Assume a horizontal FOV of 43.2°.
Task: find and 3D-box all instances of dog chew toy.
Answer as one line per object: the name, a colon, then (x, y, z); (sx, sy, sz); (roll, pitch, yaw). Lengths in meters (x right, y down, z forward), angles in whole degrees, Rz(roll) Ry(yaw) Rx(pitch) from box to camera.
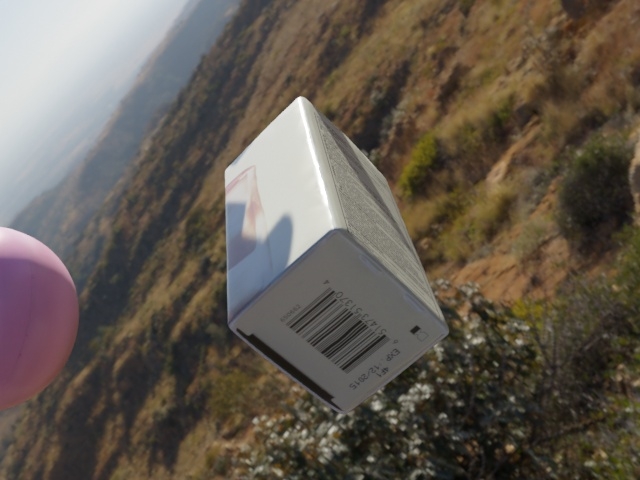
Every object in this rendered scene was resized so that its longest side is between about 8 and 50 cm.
dog chew toy: (-0.426, 0.069, 0.840); (0.206, 0.331, 0.207); (-15, 67, 41)

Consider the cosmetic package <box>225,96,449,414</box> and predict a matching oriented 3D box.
cosmetic package: (0.000, 0.000, 0.779); (0.129, 0.153, 0.296); (-41, 25, 16)
